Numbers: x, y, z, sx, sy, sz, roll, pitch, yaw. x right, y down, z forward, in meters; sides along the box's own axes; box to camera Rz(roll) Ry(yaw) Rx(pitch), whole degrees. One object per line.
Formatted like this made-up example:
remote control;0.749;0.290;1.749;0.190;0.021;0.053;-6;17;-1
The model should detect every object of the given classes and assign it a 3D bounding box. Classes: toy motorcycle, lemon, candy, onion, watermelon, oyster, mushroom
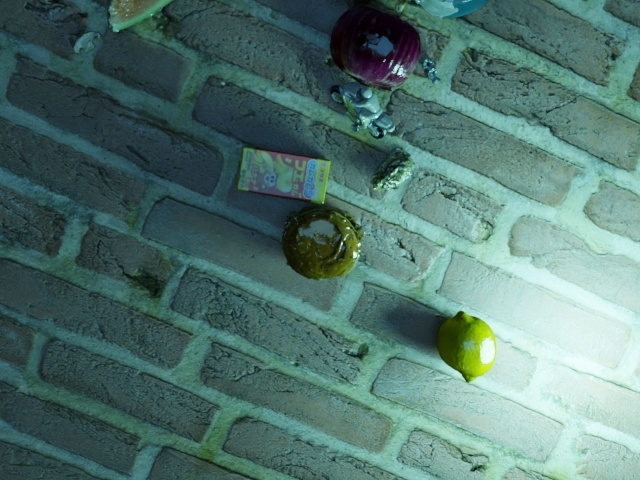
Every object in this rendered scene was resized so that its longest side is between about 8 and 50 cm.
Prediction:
toy motorcycle;0.129;-0.404;1.740;0.229;0.151;0.074;44;63;-2
lemon;0.469;0.337;1.848;0.187;0.187;0.244;-14;102;2
candy;-0.115;-0.204;1.796;0.276;0.088;0.146;10;98;-3
onion;0.156;-0.565;1.668;0.256;0.230;0.272;-3;106;0
watermelon;-0.522;-0.748;1.641;0.310;0.232;0.193;-23;65;19
oyster;0.230;-0.210;1.818;0.108;0.053;0.165;43;90;-17
mushroom;-0.711;-0.602;1.753;0.101;0.019;0.049;-30;98;7

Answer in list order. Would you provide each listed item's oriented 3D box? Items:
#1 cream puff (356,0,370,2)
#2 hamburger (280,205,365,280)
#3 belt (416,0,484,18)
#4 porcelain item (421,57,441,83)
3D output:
cream puff;0.119;-0.824;1.642;0.282;0.185;0.281;-12;124;-19
hamburger;-0.005;0.002;1.778;0.245;0.211;0.260;-43;102;12
belt;0.432;-0.861;1.647;0.300;0.173;0.436;37;94;2
porcelain item;0.341;-0.524;1.774;0.036;0.028;0.083;-29;98;7
